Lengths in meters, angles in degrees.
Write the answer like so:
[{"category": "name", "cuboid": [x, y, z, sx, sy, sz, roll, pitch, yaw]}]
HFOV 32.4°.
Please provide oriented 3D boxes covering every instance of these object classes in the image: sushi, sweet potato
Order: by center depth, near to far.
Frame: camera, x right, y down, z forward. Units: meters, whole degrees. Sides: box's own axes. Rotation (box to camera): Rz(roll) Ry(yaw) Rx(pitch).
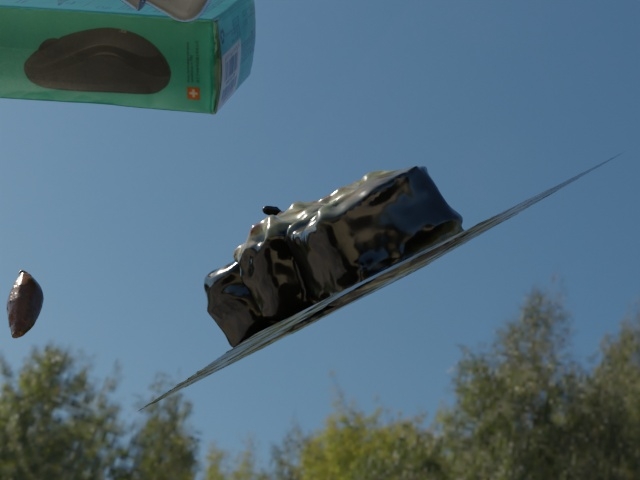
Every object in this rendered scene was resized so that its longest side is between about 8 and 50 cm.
[{"category": "sushi", "cuboid": [0.000, 0.000, 0.828, 0.100, 0.296, 0.373, 63, -23, 5]}, {"category": "sweet potato", "cuboid": [-0.284, 0.063, 1.055, 0.034, 0.095, 0.034, -3, -50, -4]}]

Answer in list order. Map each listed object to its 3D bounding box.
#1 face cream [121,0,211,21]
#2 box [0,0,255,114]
[{"category": "face cream", "cuboid": [-0.091, -0.191, 0.625, 0.104, 0.117, 0.117, 30, -31, -10]}, {"category": "box", "cuboid": [-0.250, -0.242, 1.345, 0.311, 0.205, 0.118, 5, -69, 7]}]
